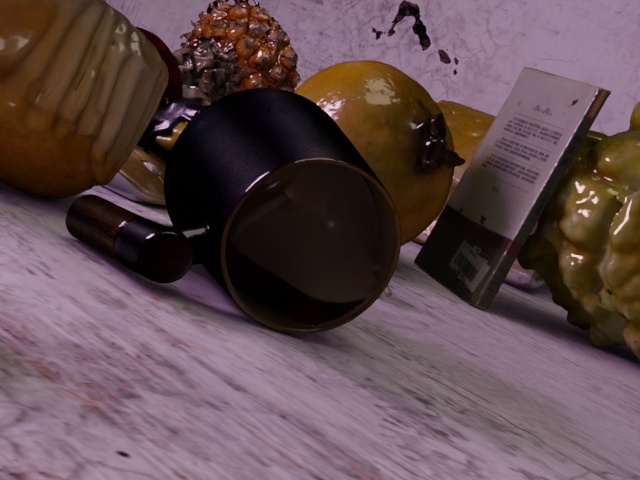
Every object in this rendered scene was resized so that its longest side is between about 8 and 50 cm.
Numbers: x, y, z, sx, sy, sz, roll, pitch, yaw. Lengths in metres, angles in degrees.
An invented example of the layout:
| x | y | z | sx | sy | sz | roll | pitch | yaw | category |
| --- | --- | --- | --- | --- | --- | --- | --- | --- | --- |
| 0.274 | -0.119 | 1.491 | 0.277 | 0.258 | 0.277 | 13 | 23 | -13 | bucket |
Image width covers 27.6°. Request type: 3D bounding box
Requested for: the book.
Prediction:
| x | y | z | sx | sy | sz | roll | pitch | yaw | category |
| --- | --- | --- | --- | --- | --- | --- | --- | --- | --- |
| 0.222 | -0.070 | 1.554 | 0.026 | 0.289 | 0.201 | 29 | 5 | -21 | book |

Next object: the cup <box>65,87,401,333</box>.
| x | y | z | sx | sy | sz | roll | pitch | yaw | category |
| --- | --- | --- | --- | --- | --- | --- | --- | --- | --- |
| -0.061 | -0.004 | 1.039 | 0.166 | 0.239 | 0.177 | 64 | -6 | -25 | cup |

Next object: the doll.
| x | y | z | sx | sy | sz | roll | pitch | yaw | category |
| --- | --- | --- | --- | --- | --- | --- | --- | --- | --- |
| -0.167 | -0.117 | 1.429 | 0.249 | 0.088 | 0.127 | 36 | -18 | -4 | doll |

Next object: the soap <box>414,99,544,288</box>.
| x | y | z | sx | sy | sz | roll | pitch | yaw | category |
| --- | --- | --- | --- | --- | --- | --- | --- | --- | --- |
| 0.246 | -0.076 | 1.938 | 0.335 | 0.156 | 0.293 | 26 | 26 | 29 | soap |

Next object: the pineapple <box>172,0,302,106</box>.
| x | y | z | sx | sy | sz | roll | pitch | yaw | category |
| --- | --- | --- | --- | --- | --- | --- | --- | --- | --- |
| -0.213 | -0.279 | 2.264 | 0.262 | 0.262 | 0.272 | 25 | 32 | 28 | pineapple |

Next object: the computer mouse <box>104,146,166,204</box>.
| x | y | z | sx | sy | sz | roll | pitch | yaw | category |
| --- | --- | --- | --- | --- | --- | --- | --- | --- | --- |
| -0.230 | -0.088 | 1.371 | 0.199 | 0.044 | 0.102 | 25 | 11 | 28 | computer mouse |

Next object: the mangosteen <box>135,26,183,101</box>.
| x | y | z | sx | sy | sz | roll | pitch | yaw | category |
| --- | --- | --- | --- | --- | --- | --- | --- | --- | --- |
| -0.268 | -0.199 | 1.677 | 0.180 | 0.166 | 0.166 | -6 | 15 | -13 | mangosteen |

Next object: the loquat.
| x | y | z | sx | sy | sz | roll | pitch | yaw | category |
| --- | --- | --- | --- | --- | --- | --- | --- | --- | --- |
| 0.055 | -0.099 | 1.538 | 0.244 | 0.243 | 0.244 | 21 | 8 | -3 | loquat |

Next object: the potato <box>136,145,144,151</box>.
| x | y | z | sx | sy | sz | roll | pitch | yaw | category |
| --- | --- | --- | --- | --- | --- | --- | --- | --- | --- |
| -0.145 | -0.103 | 1.560 | 0.188 | 0.085 | 0.105 | 7 | 13 | -43 | potato |

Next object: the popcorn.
| x | y | z | sx | sy | sz | roll | pitch | yaw | category |
| --- | --- | --- | --- | --- | --- | --- | --- | --- | --- |
| 0.378 | 0.000 | 1.542 | 0.335 | 0.274 | 0.279 | 48 | 22 | -11 | popcorn |

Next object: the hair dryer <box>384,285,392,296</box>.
| x | y | z | sx | sy | sz | roll | pitch | yaw | category |
| --- | --- | --- | --- | --- | --- | --- | --- | --- | --- |
| 0.000 | 0.000 | 1.350 | 0.124 | 0.071 | 0.219 | 10 | 22 | -47 | hair dryer |

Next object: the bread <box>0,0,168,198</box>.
| x | y | z | sx | sy | sz | roll | pitch | yaw | category |
| --- | --- | --- | --- | --- | --- | --- | --- | --- | --- |
| -0.323 | -0.192 | 1.131 | 0.389 | 0.183 | 0.236 | 34 | -4 | -6 | bread |
